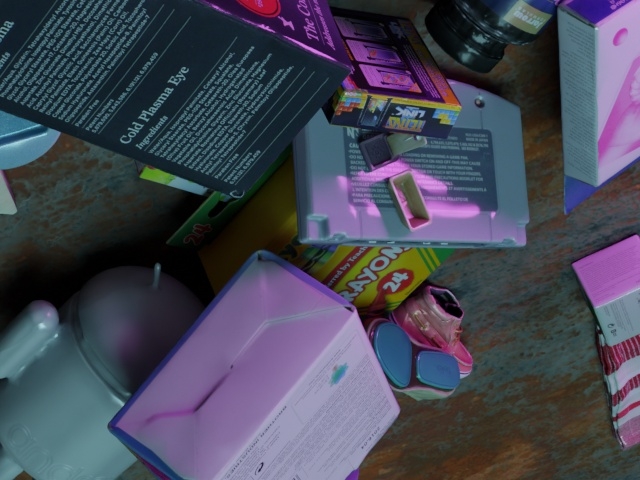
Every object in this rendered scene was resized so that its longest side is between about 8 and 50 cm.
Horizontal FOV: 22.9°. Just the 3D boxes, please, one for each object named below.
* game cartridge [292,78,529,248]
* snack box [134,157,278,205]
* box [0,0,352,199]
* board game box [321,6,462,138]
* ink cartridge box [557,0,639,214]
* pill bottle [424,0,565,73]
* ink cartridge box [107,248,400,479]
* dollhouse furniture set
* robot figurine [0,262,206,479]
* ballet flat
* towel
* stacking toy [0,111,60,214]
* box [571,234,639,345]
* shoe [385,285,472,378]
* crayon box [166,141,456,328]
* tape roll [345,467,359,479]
[{"bbox_3d":[0.101,-0.090,1.782,0.294,0.196,0.060,2,173,-29],"label":"game cartridge"},{"bbox_3d":[-0.126,-0.099,1.795,0.141,0.037,0.100,16,129,-36],"label":"snack box"},{"bbox_3d":[-0.178,-0.251,1.391,0.312,0.343,0.179,19,127,-36],"label":"box"},{"bbox_3d":[0.055,-0.181,1.681,0.141,0.170,0.048,6,127,-25],"label":"board game box"},{"bbox_3d":[0.407,-0.206,1.780,0.324,0.071,0.330,-35,141,-19],"label":"ink cartridge box"},{"bbox_3d":[0.213,-0.286,1.667,0.123,0.123,0.219,19,125,-35],"label":"pill bottle"},{"bbox_3d":[-0.058,0.220,1.854,0.270,0.151,0.395,-49,153,-13],"label":"ink cartridge box"},{"bbox_3d":[0.116,-0.077,1.711,0.091,0.114,0.081,-24,-178,-31],"label":"dollhouse furniture set"},{"bbox_3d":[-0.260,0.168,1.903,0.300,0.199,0.353,28,119,-38],"label":"robot figurine"},{"bbox_3d":[0.094,0.159,2.021,0.086,0.086,0.248,-35,147,16],"label":"ballet flat"},{"bbox_3d":[0.534,0.178,2.339,0.237,0.037,0.329,-21,138,0],"label":"towel"},{"bbox_3d":[-0.420,-0.086,1.630,0.309,0.130,0.279,-3,135,-18],"label":"stacking toy"},{"bbox_3d":[0.410,0.068,2.137,0.102,0.087,0.101,-24,138,6],"label":"box"},{"bbox_3d":[0.169,0.124,2.121,0.081,0.063,0.178,-35,132,24],"label":"shoe"},{"bbox_3d":[0.000,0.000,1.886,0.318,0.081,0.202,16,128,-42],"label":"crayon box"},{"bbox_3d":[-0.046,0.323,2.155,0.189,0.189,0.080,-4,136,-17],"label":"tape roll"}]
